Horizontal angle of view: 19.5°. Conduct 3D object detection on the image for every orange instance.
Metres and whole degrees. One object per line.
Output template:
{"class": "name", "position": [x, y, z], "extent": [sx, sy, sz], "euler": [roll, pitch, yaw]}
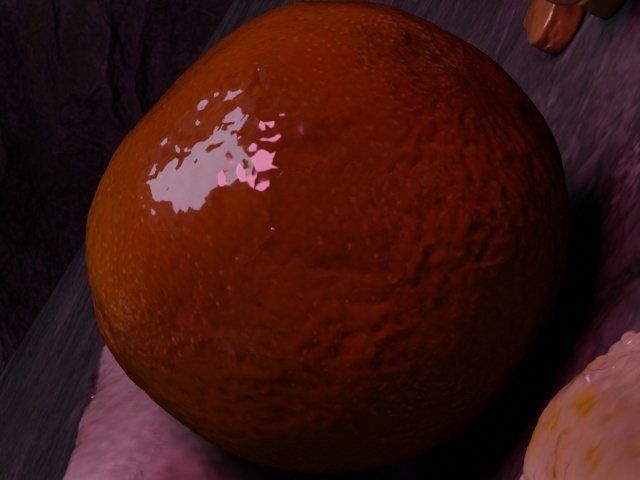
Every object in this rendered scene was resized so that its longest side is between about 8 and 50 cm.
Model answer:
{"class": "orange", "position": [0.000, 0.000, 0.982], "extent": [0.264, 0.264, 0.264], "euler": [-57, 12, 20]}

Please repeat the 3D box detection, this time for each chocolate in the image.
{"class": "chocolate", "position": [-0.054, 0.148, 1.079], "extent": [0.100, 0.185, 0.303], "euler": [-29, 25, 19]}

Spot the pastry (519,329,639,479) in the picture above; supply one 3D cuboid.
{"class": "pastry", "position": [0.136, 0.091, 0.608], "extent": [0.121, 0.089, 0.258], "euler": [-48, 16, 4]}

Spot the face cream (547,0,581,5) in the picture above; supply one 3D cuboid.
{"class": "face cream", "position": [0.146, -0.304, 1.185], "extent": [0.081, 0.174, 0.348], "euler": [-9, 33, 14]}

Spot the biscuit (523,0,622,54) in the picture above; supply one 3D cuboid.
{"class": "biscuit", "position": [0.201, -0.235, 1.216], "extent": [0.144, 0.040, 0.236], "euler": [-23, 41, 63]}
